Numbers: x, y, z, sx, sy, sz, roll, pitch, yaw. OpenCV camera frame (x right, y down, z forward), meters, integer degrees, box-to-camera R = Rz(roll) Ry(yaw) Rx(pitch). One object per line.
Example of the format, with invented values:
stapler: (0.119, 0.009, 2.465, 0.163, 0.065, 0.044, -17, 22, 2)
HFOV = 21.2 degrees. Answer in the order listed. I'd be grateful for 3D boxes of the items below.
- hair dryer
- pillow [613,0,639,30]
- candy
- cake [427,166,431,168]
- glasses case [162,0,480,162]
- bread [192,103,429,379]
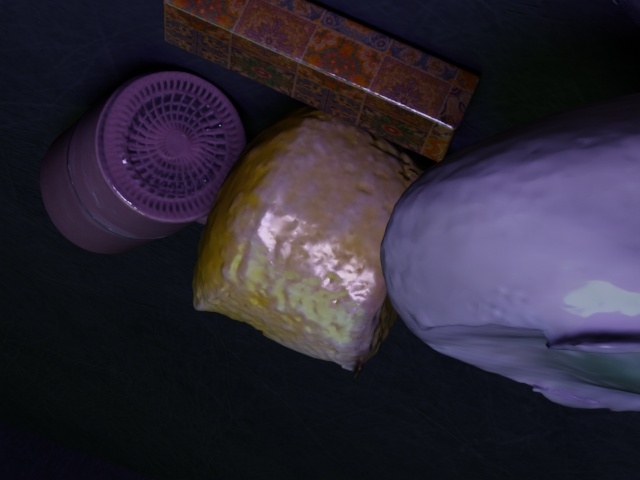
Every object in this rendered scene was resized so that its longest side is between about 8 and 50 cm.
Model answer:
hair dryer: (-0.057, -0.017, 1.471, 0.352, 0.125, 0.210, 24, 163, -18)
pillow: (0.231, -0.119, 0.923, 0.136, 0.055, 0.091, 0, 130, 47)
candy: (0.241, 0.005, 0.920, 0.427, 0.186, 0.386, 2, 172, -21)
cake: (0.104, -0.022, 1.348, 0.084, 0.044, 0.084, 23, 163, 7)
glasses case: (-0.001, -0.128, 1.185, 0.218, 0.049, 0.075, 24, 165, 3)
bread: (0.000, -0.004, 1.268, 0.170, 0.197, 0.197, 34, 162, 8)
